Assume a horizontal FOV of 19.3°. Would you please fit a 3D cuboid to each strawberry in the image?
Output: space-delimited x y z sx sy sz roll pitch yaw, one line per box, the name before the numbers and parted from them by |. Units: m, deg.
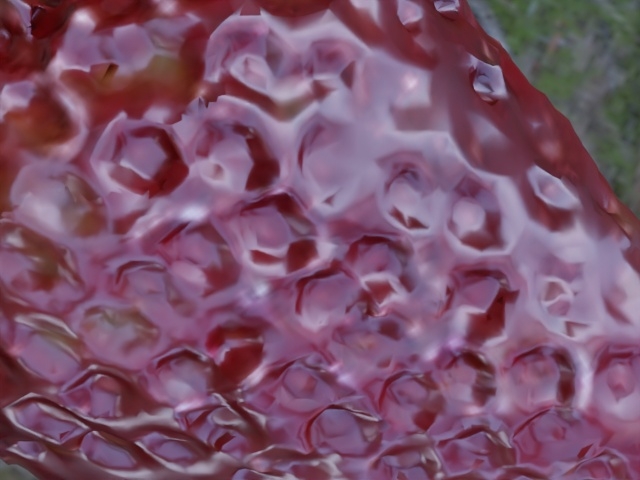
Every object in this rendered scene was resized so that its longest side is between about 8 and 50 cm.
strawberry | 0.000 0.000 0.546 0.205 0.244 0.205 -61 178 -3
